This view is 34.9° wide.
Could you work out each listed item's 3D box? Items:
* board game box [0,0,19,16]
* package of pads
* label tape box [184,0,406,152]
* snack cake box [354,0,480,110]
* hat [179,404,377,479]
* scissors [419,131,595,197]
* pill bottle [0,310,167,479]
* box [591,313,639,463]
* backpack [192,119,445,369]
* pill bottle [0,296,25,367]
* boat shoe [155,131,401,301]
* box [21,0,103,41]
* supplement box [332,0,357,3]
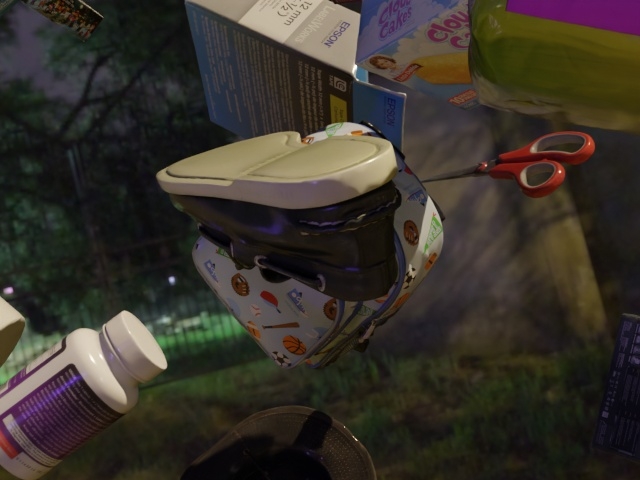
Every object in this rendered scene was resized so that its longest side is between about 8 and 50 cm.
[{"bbox_3d":[-0.380,-0.293,0.778,0.253,0.336,0.079,-37,3,7],"label":"board game box"},{"bbox_3d":[0.187,-0.105,0.513,0.229,0.101,0.296,13,3,10],"label":"package of pads"},{"bbox_3d":[-0.009,-0.214,1.429,0.115,0.347,0.249,-52,-23,-27],"label":"label tape box"},{"bbox_3d":[0.166,-0.223,0.992,0.152,0.089,0.264,16,-16,-26],"label":"snack cake box"},{"bbox_3d":[-0.063,0.442,1.649,0.331,0.331,0.134,-14,-39,-3],"label":"hat"},{"bbox_3d":[0.235,-0.102,1.348,0.109,0.021,0.297,-51,26,-17],"label":"scissors"},{"bbox_3d":[-0.268,0.165,1.112,0.193,0.108,0.108,-36,-7,3],"label":"pill bottle"},{"bbox_3d":[0.553,0.249,1.634,0.183,0.233,0.059,13,0,40],"label":"box"},{"bbox_3d":[0.000,0.000,1.182,0.263,0.276,0.213,-45,-2,37],"label":"backpack"},{"bbox_3d":[-0.320,0.020,0.682,0.131,0.229,0.131,-52,-3,-3],"label":"pill bottle"},{"bbox_3d":[-0.033,-0.019,0.800,0.127,0.113,0.340,-25,16,-26],"label":"boat shoe"},{"bbox_3d":[-0.408,-0.361,1.317,0.044,0.233,0.159,-52,-19,4],"label":"box"},{"bbox_3d":[0.051,-0.305,1.154,0.083,0.055,0.043,0,-40,34],"label":"supplement box"}]
